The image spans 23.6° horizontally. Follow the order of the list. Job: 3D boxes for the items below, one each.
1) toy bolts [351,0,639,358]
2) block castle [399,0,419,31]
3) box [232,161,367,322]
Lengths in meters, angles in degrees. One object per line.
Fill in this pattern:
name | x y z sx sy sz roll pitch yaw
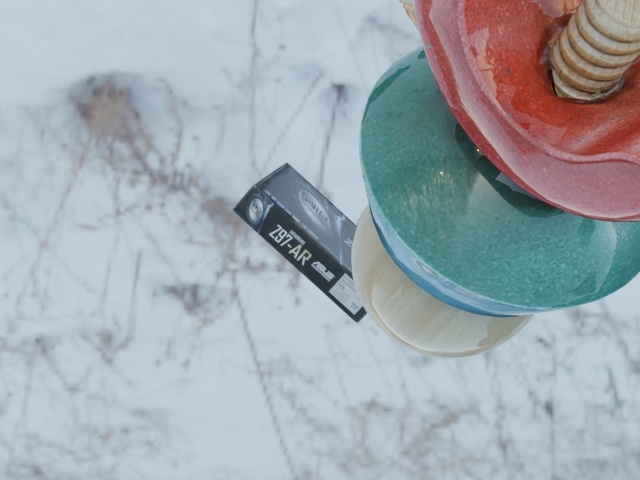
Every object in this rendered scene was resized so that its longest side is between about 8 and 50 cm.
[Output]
toy bolts | 0.119 -0.028 0.446 0.228 0.218 0.158 -27 162 -28
block castle | 0.249 -0.252 1.253 0.303 0.212 0.453 -10 150 25
box | 0.000 0.000 0.770 0.083 0.067 0.018 43 108 2
